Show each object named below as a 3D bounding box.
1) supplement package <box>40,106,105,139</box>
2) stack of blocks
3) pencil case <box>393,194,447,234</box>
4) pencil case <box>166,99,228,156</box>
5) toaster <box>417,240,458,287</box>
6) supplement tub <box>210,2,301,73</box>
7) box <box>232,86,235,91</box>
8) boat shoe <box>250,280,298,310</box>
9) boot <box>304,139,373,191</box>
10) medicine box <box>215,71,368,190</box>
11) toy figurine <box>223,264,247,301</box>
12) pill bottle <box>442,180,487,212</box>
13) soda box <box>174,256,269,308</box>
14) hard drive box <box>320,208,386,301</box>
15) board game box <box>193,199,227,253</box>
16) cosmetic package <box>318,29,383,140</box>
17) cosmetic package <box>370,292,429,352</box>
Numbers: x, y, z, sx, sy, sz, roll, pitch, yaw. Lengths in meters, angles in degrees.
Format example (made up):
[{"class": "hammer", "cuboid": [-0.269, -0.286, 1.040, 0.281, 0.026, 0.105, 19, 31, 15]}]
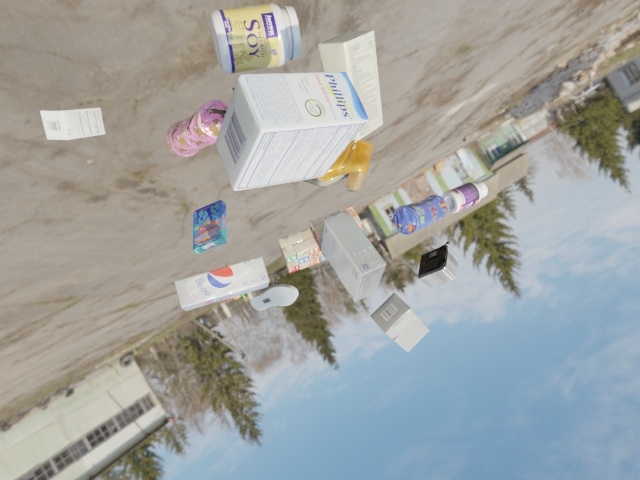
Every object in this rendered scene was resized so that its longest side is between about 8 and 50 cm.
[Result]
[{"class": "supplement package", "cuboid": [-0.929, -0.444, 1.560, 0.105, 0.105, 0.179, 5, -158, 16]}, {"class": "stack of blocks", "cuboid": [0.000, 0.000, 1.522, 0.297, 0.087, 0.171, -20, 150, -9]}, {"class": "pencil case", "cuboid": [0.419, -0.113, 1.738, 0.133, 0.120, 0.306, 2, -165, 40]}, {"class": "pencil case", "cuboid": [-0.493, -0.450, 1.690, 0.160, 0.167, 0.386, 23, 165, -36]}, {"class": "toaster", "cuboid": [0.587, 0.122, 2.043, 0.185, 0.110, 0.168, -31, -153, 40]}, {"class": "supplement tub", "cuboid": [-0.267, -0.834, 1.704, 0.331, 0.241, 0.241, -14, 174, -12]}, {"class": "box", "cuboid": [-0.302, -0.562, 1.834, 0.044, 0.233, 0.159, 0, -161, 29]}, {"class": "boat shoe", "cuboid": [-0.205, 0.255, 1.966, 0.306, 0.113, 0.105, -29, -166, 42]}, {"class": "boot", "cuboid": [0.045, -0.317, 1.603, 0.294, 0.212, 0.104, 13, 173, 6]}, {"class": "medicine box", "cuboid": [-0.078, -0.266, 1.021, 0.289, 0.149, 0.263, -15, 165, -30]}, {"class": "toy figurine", "cuboid": [-0.385, 0.192, 1.565, 0.159, 0.130, 0.173, -24, 142, 4]}, {"class": "pill bottle", "cuboid": [0.665, -0.205, 1.892, 0.193, 0.108, 0.108, -22, 175, -19]}, {"class": "soda box", "cuboid": [-0.314, 0.141, 1.341, 0.286, 0.091, 0.098, -16, 167, -14]}, {"class": "hard drive box", "cuboid": [0.096, 0.050, 1.321, 0.089, 0.232, 0.181, -23, 151, -19]}, {"class": "board game box", "cuboid": [-0.501, -0.063, 1.869, 0.160, 0.211, 0.047, -20, 150, 18]}, {"class": "cosmetic package", "cuboid": [0.107, -0.508, 1.364, 0.113, 0.310, 0.160, 19, -136, 39]}, {"class": "cosmetic package", "cuboid": [0.290, 0.299, 1.485, 0.127, 0.107, 0.238, -46, 136, 1]}]
